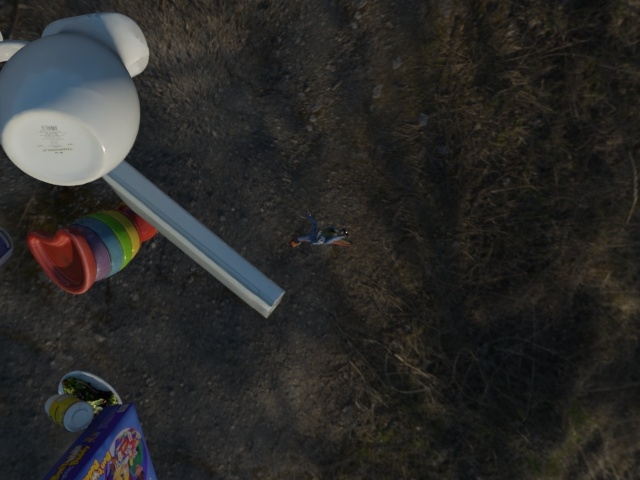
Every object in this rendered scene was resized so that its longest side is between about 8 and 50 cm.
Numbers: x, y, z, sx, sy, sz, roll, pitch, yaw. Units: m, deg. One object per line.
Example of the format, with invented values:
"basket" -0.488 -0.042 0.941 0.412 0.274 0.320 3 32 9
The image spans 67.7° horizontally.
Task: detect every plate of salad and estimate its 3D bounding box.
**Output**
"plate of salad" -0.618 0.437 1.271 0.199 0.048 0.200 5 110 12

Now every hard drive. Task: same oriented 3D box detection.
"hard drive" -0.190 0.007 0.750 0.307 0.203 0.040 38 76 2

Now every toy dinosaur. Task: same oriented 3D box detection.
"toy dinosaur" 0.000 0.000 0.681 0.082 0.047 0.090 -21 127 5

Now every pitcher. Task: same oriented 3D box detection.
"pitcher" -0.275 -0.152 0.488 0.177 0.207 0.126 -6 138 -7

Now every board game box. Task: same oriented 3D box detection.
"board game box" -0.477 0.548 1.015 0.078 0.347 0.234 -10 103 6

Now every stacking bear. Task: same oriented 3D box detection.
"stacking bear" -0.514 -0.011 1.166 0.175 0.289 0.164 -3 114 27

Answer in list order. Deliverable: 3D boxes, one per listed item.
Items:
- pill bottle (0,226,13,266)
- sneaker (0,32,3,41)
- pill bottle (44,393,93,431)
"pill bottle" -0.736 0.041 0.996 0.111 0.187 0.112 -5 112 -12
"sneaker" -0.926 -0.568 1.267 0.090 0.115 0.232 -9 149 -12
"pill bottle" -0.567 0.382 1.070 0.065 0.116 0.065 -4 95 -53
